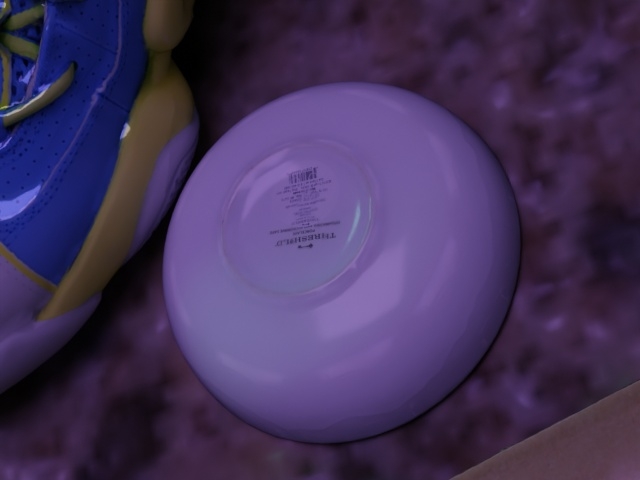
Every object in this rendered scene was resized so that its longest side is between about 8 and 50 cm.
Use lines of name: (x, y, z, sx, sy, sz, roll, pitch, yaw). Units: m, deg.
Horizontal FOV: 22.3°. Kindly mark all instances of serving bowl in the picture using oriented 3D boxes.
serving bowl: (0.000, 0.000, 0.352, 0.083, 0.027, 0.083, -9, 64, 20)

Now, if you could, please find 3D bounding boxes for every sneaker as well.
sneaker: (-0.072, -0.083, 0.361, 0.091, 0.126, 0.240, 17, 76, 29)

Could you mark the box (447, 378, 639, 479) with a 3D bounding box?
box: (0.059, 0.131, 0.274, 0.164, 0.021, 0.201, -29, 60, 10)
